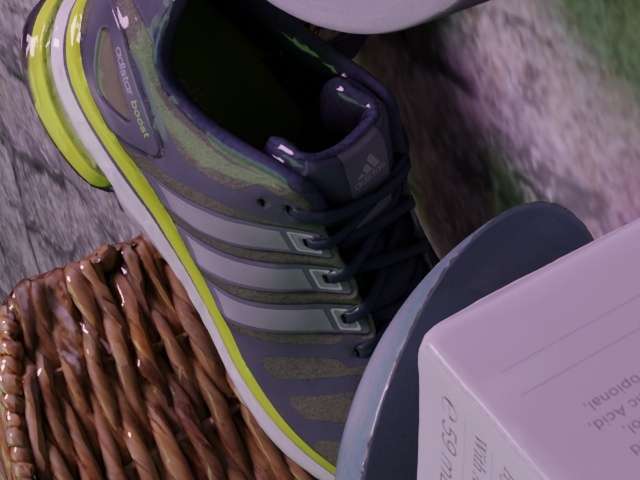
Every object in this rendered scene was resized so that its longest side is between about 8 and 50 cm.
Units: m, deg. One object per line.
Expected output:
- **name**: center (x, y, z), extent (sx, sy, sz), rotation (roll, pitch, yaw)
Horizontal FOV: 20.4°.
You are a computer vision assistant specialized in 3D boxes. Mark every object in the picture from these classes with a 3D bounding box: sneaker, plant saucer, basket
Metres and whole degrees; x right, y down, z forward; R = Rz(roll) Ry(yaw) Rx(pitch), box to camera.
- **sneaker**: center (0.000, 0.000, 0.734), extent (0.300, 0.111, 0.121), rotation (48, 153, -10)
- **plant saucer**: center (0.050, 0.079, 0.642), extent (0.037, 0.195, 0.195), rotation (13, 129, 32)
- **basket**: center (-0.075, 0.156, 0.990), extent (0.299, 0.213, 0.223), rotation (64, 158, 5)

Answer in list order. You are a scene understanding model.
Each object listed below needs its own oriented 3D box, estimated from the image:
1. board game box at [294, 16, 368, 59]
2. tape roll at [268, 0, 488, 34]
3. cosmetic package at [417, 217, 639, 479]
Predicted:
- **board game box**: center (-0.015, -0.161, 0.736), extent (0.141, 0.048, 0.170), rotation (59, 158, 9)
- **tape roll**: center (0.018, -0.177, 0.542), extent (0.219, 0.072, 0.219), rotation (31, 133, 41)
- **cosmetic package**: center (0.137, 0.100, 0.511), extent (0.184, 0.151, 0.151), rotation (49, 155, 36)
